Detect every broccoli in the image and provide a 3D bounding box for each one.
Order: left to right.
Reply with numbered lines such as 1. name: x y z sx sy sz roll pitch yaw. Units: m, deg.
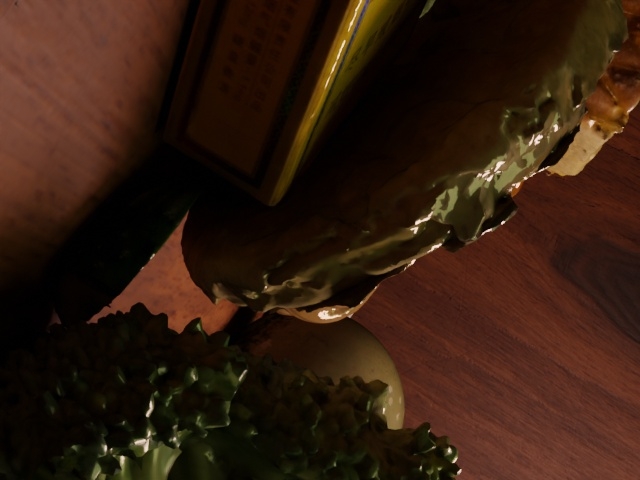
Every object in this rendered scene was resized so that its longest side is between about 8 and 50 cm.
1. broccoli: -0.042 0.172 0.654 0.249 0.302 0.375 -49 132 -23

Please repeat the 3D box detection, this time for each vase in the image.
1. vase: -0.080 0.234 1.385 0.329 0.241 0.302 -32 176 32

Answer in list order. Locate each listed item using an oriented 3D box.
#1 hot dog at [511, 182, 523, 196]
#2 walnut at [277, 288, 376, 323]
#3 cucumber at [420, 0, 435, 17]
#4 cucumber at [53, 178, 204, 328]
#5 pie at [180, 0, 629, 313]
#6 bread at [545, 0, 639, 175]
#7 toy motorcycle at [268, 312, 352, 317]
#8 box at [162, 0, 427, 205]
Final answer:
1. hot dog: 0.089 -0.074 1.170 0.337 0.100 0.135 -19 -140 53
2. walnut: 0.000 0.000 1.085 0.166 0.149 0.166 -25 -173 3
3. cucumber: 0.044 -0.150 0.964 0.115 0.086 0.193 18 111 -38
4. cucumber: -0.109 -0.003 0.667 0.067 0.035 0.107 -37 -166 51
5. pie: 0.049 -0.068 0.781 0.339 0.083 0.339 -33 -160 14
6. bread: 0.282 -0.261 1.407 0.279 0.279 0.207 -58 176 -14
7. toy motorcycle: -0.001 0.061 1.628 0.254 0.112 0.112 -54 173 -22
8. box: 0.026 -0.184 0.615 0.193 0.084 0.301 -54 173 -42
